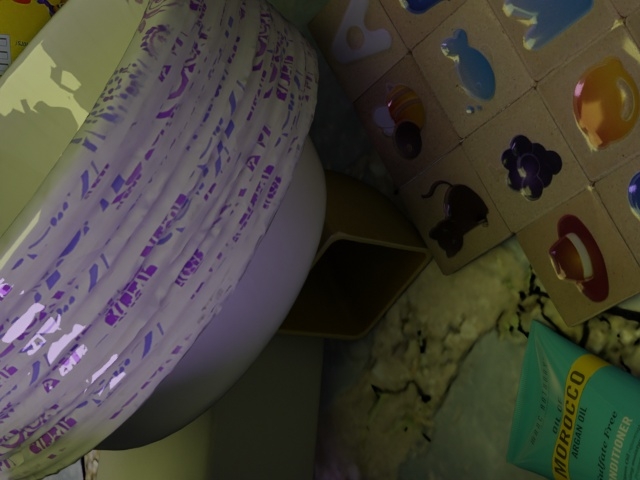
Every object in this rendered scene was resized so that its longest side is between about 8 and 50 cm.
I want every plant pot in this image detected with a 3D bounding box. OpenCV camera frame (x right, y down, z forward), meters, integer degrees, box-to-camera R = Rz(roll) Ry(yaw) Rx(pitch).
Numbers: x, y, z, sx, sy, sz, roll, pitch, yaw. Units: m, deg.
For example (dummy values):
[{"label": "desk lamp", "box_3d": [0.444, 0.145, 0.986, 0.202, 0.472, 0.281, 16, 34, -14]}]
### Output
[{"label": "plant pot", "box_3d": [0.000, 0.000, 0.634, 0.081, 0.081, 0.083, -52, 49, 29]}]

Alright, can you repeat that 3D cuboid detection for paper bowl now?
[{"label": "paper bowl", "box_3d": [-0.110, -0.007, 0.556, 0.284, 0.148, 0.284, -37, 31, 26]}]

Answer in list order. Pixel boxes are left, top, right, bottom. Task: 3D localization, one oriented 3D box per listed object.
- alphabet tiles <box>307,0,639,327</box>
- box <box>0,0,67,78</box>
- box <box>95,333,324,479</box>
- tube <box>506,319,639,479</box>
[{"label": "alphabet tiles", "box_3d": [0.128, -0.127, 0.499, 0.342, 0.011, 0.285, -38, 78, 45]}, {"label": "box", "box_3d": [-0.272, -0.092, 0.718, 0.177, 0.289, 0.279, 35, 113, 55]}, {"label": "box", "box_3d": [-0.073, 0.172, 0.641, 0.113, 0.094, 0.275, -10, 67, 43]}, {"label": "tube", "box_3d": [0.152, 0.100, 0.491, 0.207, 0.052, 0.080, 22, 100, 64]}]
